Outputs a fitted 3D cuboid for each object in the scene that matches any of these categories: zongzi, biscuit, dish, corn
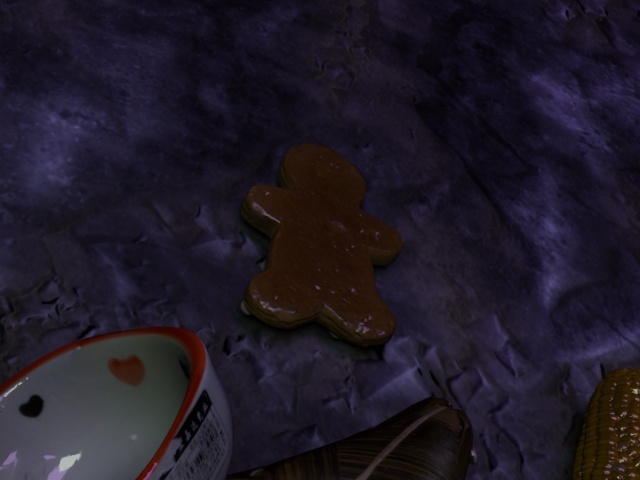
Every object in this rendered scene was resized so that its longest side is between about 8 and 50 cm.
[{"bbox_3d":[0.022,0.199,1.040,0.241,0.111,0.248,24,34,3],"label":"zongzi"},{"bbox_3d":[0.000,0.000,1.275,0.196,0.049,0.302,19,41,-19],"label":"biscuit"},{"bbox_3d":[-0.172,0.188,0.862,0.117,0.256,0.256,62,29,-29],"label":"dish"},{"bbox_3d":[0.307,0.245,1.165,0.102,0.102,0.313,26,37,-4],"label":"corn"}]
